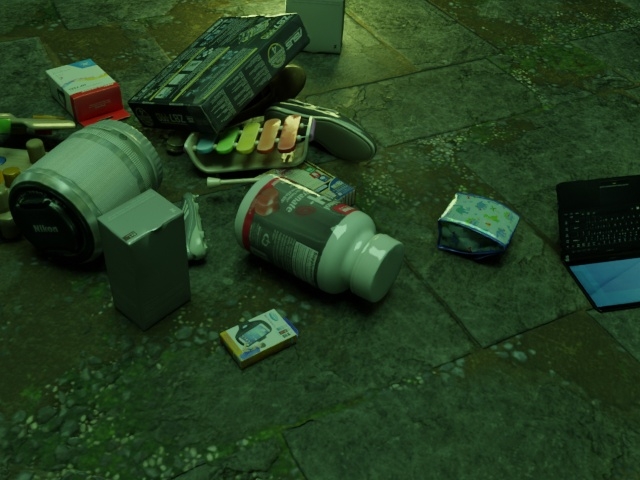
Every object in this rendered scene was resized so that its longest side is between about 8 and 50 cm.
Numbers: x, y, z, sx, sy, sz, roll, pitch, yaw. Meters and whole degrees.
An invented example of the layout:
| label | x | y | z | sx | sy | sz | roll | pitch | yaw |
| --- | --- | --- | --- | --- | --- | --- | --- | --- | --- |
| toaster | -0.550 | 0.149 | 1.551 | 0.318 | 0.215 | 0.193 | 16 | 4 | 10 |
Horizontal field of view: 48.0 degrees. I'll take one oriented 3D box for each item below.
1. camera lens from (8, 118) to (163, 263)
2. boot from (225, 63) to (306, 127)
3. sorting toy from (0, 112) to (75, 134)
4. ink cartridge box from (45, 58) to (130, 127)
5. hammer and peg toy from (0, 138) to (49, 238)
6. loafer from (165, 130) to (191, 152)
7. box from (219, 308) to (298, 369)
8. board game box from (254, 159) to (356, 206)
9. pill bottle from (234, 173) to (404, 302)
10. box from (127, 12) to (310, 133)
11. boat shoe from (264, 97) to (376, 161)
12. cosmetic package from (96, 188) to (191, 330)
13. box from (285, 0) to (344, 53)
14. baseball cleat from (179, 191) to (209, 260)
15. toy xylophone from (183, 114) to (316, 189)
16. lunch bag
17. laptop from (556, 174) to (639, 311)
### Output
| label | x | y | z | sx | sy | sz | roll | pitch | yaw |
| --- | --- | --- | --- | --- | --- | --- | --- | --- | --- |
| camera lens | -0.486 | -0.102 | 1.499 | 0.220 | 0.219 | 0.274 | 17 | 43 | 15 |
| boot | -0.144 | -0.389 | 1.911 | 0.305 | 0.112 | 0.115 | -34 | 13 | -27 |
| sorting toy | -0.727 | -0.277 | 1.744 | 0.196 | 0.047 | 0.348 | 9 | 12 | 15 |
| ink cartridge box | -0.628 | -0.397 | 1.944 | 0.134 | 0.078 | 0.231 | -27 | 49 | -30 |
| hammer and peg toy | -0.797 | -0.139 | 1.593 | 0.362 | 0.127 | 0.265 | 7 | 41 | 4 |
| loafer | -0.349 | -0.275 | 1.839 | 0.056 | 0.050 | 0.148 | 15 | 42 | 14 |
| box | -0.109 | 0.179 | 1.343 | 0.136 | 0.028 | 0.081 | -25 | 48 | -26 |
| board game box | -0.037 | -0.117 | 1.678 | 0.147 | 0.045 | 0.194 | -32 | 51 | -33 |
| pill bottle | 0.000 | 0.000 | 1.445 | 0.319 | 0.176 | 0.176 | 26 | 46 | 24 |
| box | -0.261 | -0.438 | 1.848 | 0.318 | 0.097 | 0.395 | 11 | 52 | 43 |
| boat shoe | 0.011 | -0.298 | 1.844 | 0.335 | 0.112 | 0.095 | 22 | 49 | 26 |
| cosmetic package | -0.321 | 0.038 | 1.332 | 0.107 | 0.237 | 0.127 | 32 | 48 | 29 |
| box | -0.016 | -0.697 | 2.251 | 0.181 | 0.181 | 0.119 | 5 | 40 | 2 |
| baseball cleat | -0.302 | -0.031 | 1.544 | 0.110 | 0.072 | 0.205 | -14 | 39 | -9 |
| toy xylophone | -0.163 | -0.215 | 1.712 | 0.323 | 0.081 | 0.236 | -9 | 31 | 1 |
| lunch bag | 0.345 | -0.029 | 1.562 | 0.151 | 0.096 | 0.129 | 12 | 40 | 25 |
| laptop | 0.643 | -0.002 | 1.516 | 0.235 | 0.264 | 0.136 | -6 | 5 | -11 |
